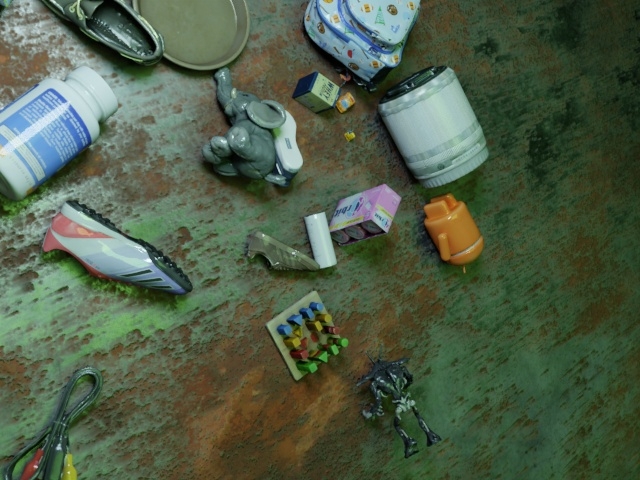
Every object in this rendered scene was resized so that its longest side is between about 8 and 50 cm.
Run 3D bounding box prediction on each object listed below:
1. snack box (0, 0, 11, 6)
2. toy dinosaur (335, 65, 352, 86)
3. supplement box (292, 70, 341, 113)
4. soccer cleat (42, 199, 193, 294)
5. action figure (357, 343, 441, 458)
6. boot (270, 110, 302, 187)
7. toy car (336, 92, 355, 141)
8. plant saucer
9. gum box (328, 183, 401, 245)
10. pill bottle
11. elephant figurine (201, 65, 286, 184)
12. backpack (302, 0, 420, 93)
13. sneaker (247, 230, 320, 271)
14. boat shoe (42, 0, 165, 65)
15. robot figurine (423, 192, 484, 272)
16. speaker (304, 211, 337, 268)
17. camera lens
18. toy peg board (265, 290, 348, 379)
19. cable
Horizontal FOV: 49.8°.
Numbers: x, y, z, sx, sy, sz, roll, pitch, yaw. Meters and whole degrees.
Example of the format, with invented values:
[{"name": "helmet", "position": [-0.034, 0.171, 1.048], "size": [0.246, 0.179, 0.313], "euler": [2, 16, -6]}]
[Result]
[{"name": "snack box", "position": [-0.625, -0.577, 1.314], "size": [0.174, 0.070, 0.207], "euler": [27, 72, -6]}, {"name": "toy dinosaur", "position": [0.073, -0.443, 1.781], "size": [0.047, 0.090, 0.082], "euler": [42, 21, -34]}, {"name": "supplement box", "position": [-0.009, -0.366, 1.714], "size": [0.083, 0.083, 0.056], "euler": [30, 72, -29]}, {"name": "soccer cleat", "position": [-0.412, 0.043, 1.425], "size": [0.318, 0.108, 0.116], "euler": [36, 89, -27]}, {"name": "action figure", "position": [0.187, 0.408, 1.754], "size": [0.164, 0.141, 0.275], "euler": [-20, 71, -24]}, {"name": "boot", "position": [-0.096, -0.223, 1.663], "size": [0.069, 0.086, 0.190], "euler": [5, 56, -25]}, {"name": "toy car", "position": [0.082, -0.326, 1.795], "size": [0.060, 0.040, 0.122], "euler": [-24, 99, -32]}, {"name": "plant saucer", "position": [-0.292, -0.518, 1.564], "size": [0.278, 0.041, 0.277], "euler": [4, 83, -31]}, {"name": "gum box", "position": [0.101, -0.060, 1.704], "size": [0.062, 0.188, 0.107], "euler": [37, 60, -24]}, {"name": "pill bottle", "position": [-0.528, -0.215, 1.329], "size": [0.272, 0.152, 0.152], "euler": [-47, 110, -26]}, {"name": "elephant figurine", "position": [-0.162, -0.268, 1.579], "size": [0.186, 0.169, 0.239], "euler": [58, 39, -48]}, {"name": "backpack", "position": [0.101, -0.555, 1.714], "size": [0.263, 0.213, 0.276], "euler": [26, 63, -6]}, {"name": "sneaker", "position": [-0.091, 0.044, 1.653], "size": [0.188, 0.066, 0.071], "euler": [29, 89, -24]}, {"name": "boat shoe", "position": [-0.454, -0.470, 1.410], "size": [0.305, 0.091, 0.109], "euler": [33, 94, -19]}, {"name": "robot figurine", "position": [0.369, -0.021, 1.905], "size": [0.128, 0.158, 0.219], "euler": [-29, 105, 9]}, {"name": "speaker", "position": [0.000, 0.000, 1.708], "size": [0.055, 0.055, 0.136], "euler": [-17, 95, -33]}, {"name": "camera lens", "position": [0.297, -0.305, 1.825], "size": [0.219, 0.219, 0.274], "euler": [-38, 106, -29]}, {"name": "toy peg board", "position": [-0.021, 0.229, 1.663], "size": [0.161, 0.079, 0.160], "euler": [-34, 104, -31]}, {"name": "cable", "position": [-0.523, 0.387, 1.360], "size": [0.139, 0.072, 0.287], "euler": [15, 65, -14]}]
